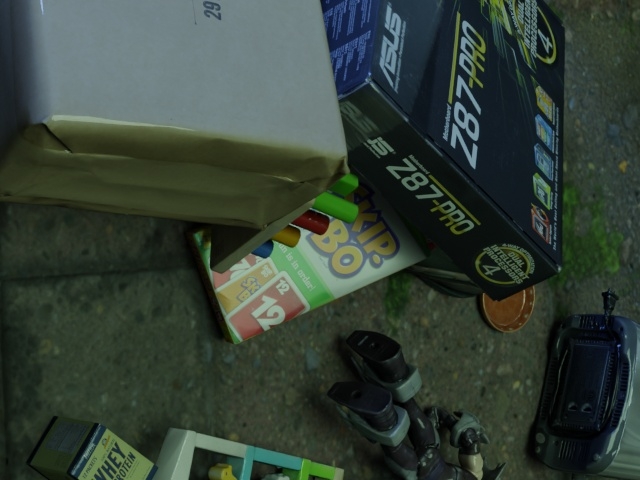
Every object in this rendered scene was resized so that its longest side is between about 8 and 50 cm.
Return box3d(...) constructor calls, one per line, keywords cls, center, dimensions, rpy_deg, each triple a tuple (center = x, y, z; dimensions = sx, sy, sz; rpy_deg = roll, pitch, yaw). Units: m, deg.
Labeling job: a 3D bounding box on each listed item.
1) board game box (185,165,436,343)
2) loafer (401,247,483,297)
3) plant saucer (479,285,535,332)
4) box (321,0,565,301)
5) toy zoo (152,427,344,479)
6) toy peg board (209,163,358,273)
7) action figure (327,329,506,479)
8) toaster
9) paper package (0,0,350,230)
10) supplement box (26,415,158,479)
box3d(cls="board game box", center=(0.000, 0.000, 1.972), dimensions=(0.259, 0.039, 0.124), rpy_deg=(-24, 102, -21))
box3d(cls="loafer", center=(0.107, -0.005, 2.073), dimensions=(0.267, 0.084, 0.096), rpy_deg=(22, 78, -37))
box3d(cls="plant saucer", center=(0.214, 0.065, 2.206), dimensions=(0.083, 0.013, 0.083), rpy_deg=(0, 90, -39))
box3d(cls="box", center=(0.130, -0.180, 1.978), dimensions=(0.318, 0.097, 0.395), rpy_deg=(42, 38, -30))
box3d(cls="toy zoo", center=(-0.094, 0.299, 1.920), dimensions=(0.293, 0.030, 0.192), rpy_deg=(20, 78, -48))
box3d(cls="toy peg board", center=(-0.030, -0.058, 1.876), dimensions=(0.079, 0.160, 0.161), rpy_deg=(22, 51, -29))
box3d(cls="action figure", center=(0.104, 0.232, 2.072), dimensions=(0.185, 0.099, 0.285), rpy_deg=(-54, 132, -32))
box3d(cls="toaster", center=(0.350, 0.182, 2.247), dimensions=(0.146, 0.129, 0.227), rpy_deg=(21, 76, -41))
box3d(cls="paper package", center=(-0.159, -0.193, 1.716), dimensions=(0.309, 0.168, 0.325), rpy_deg=(6, 64, -32))
box3d(cls="supplement box", center=(-0.217, 0.215, 1.819), dimensions=(0.083, 0.083, 0.056), rpy_deg=(42, 67, -31))
